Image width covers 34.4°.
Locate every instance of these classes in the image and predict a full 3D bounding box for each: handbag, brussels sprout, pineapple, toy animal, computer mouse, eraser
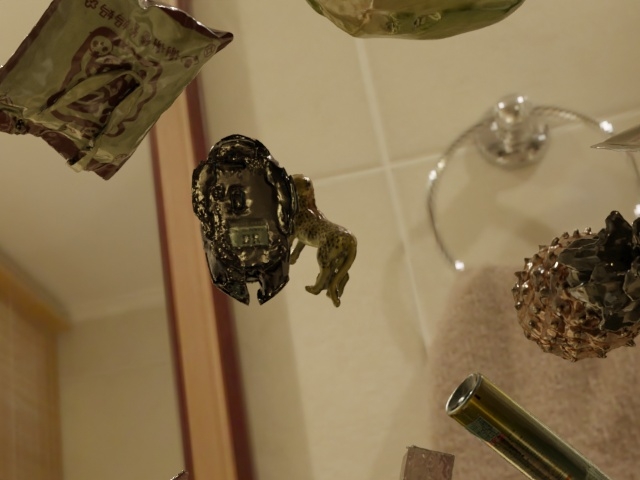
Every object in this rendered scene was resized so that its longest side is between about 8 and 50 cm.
[{"bbox_3d":[-0.245,-0.192,1.144,0.235,0.127,0.213,-46,-41,16],"label":"handbag"},{"bbox_3d":[0.141,-0.403,1.233,0.315,0.371,0.276,36,-22,-6],"label":"brussels sprout"},{"bbox_3d":[0.315,0.037,1.049,0.170,0.141,0.310,20,-20,-6],"label":"pineapple"},{"bbox_3d":[0.000,0.000,1.468,0.073,0.181,0.136,10,-71,-42],"label":"toy animal"},{"bbox_3d":[-0.103,-0.028,1.397,0.146,0.241,0.077,-3,-15,-13],"label":"computer mouse"},{"bbox_3d":[0.140,0.457,1.521,0.086,0.287,0.130,11,-21,4],"label":"eraser"}]

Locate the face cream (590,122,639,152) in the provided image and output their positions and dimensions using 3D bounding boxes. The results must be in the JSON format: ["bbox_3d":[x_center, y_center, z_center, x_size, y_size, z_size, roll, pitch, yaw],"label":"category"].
[{"bbox_3d":[0.572,-0.181,1.497,0.341,0.084,0.137,-19,14,-14],"label":"face cream"}]

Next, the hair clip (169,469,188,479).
[{"bbox_3d":[-0.220,0.313,1.246,0.137,0.022,0.054,-10,-38,-33],"label":"hair clip"}]

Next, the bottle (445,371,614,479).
[{"bbox_3d":[0.319,0.312,1.531,0.286,0.082,0.082,39,-40,-5],"label":"bottle"}]
